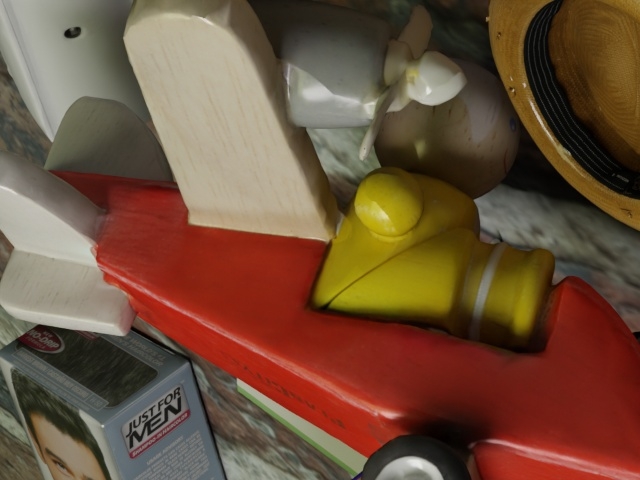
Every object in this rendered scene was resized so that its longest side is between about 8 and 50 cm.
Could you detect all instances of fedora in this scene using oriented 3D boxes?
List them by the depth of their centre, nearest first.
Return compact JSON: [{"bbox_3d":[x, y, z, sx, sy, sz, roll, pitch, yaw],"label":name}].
[{"bbox_3d":[0.169,-0.088,0.852,0.194,0.079,0.194,43,157,23],"label":"fedora"}]

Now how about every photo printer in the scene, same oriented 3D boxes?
[{"bbox_3d":[-0.198,-0.241,1.085,0.307,0.107,0.256,81,165,-59],"label":"photo printer"}]

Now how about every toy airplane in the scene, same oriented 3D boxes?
[{"bbox_3d":[0.000,0.000,0.967,0.384,0.272,0.386,42,165,-18],"label":"toy airplane"}]

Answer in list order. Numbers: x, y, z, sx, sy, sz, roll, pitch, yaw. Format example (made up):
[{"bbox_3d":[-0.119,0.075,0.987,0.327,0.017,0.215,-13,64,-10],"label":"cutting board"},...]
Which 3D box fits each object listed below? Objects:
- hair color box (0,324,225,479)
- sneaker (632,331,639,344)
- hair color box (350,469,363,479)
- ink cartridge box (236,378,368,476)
[{"bbox_3d":[-0.184,0.260,1.701,0.185,0.113,0.374,25,139,42],"label":"hair color box"},{"bbox_3d":[0.270,0.098,0.906,0.271,0.100,0.108,25,116,46],"label":"sneaker"},{"bbox_3d":[0.043,0.264,1.140,0.185,0.339,0.110,50,149,8],"label":"hair color box"},{"bbox_3d":[0.003,0.067,1.284,0.171,0.056,0.235,33,142,32],"label":"ink cartridge box"}]
